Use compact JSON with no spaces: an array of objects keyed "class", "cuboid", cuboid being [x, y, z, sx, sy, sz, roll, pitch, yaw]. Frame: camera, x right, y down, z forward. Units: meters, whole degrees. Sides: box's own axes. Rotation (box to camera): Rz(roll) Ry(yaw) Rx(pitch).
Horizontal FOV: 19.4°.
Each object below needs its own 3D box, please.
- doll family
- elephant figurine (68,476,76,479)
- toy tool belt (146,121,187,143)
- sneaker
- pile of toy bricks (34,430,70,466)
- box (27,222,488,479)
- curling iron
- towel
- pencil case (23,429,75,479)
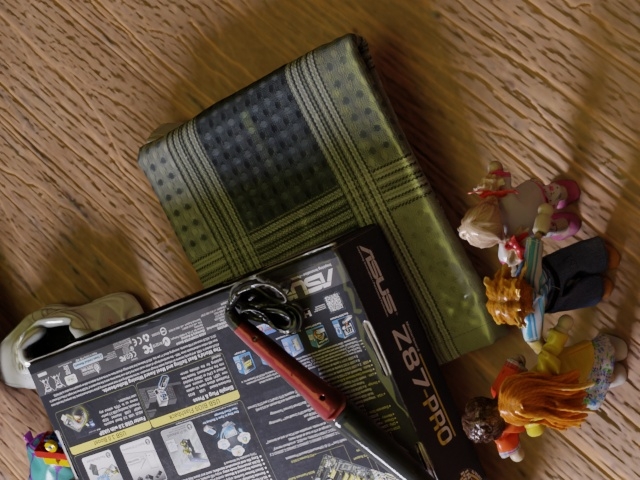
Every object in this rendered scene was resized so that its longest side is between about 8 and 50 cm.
[{"class":"doll family","cuboid":[0.189,0.065,1.563,0.118,0.163,0.263,6,103,41]},{"class":"elephant figurine","cuboid":[-0.220,0.407,2.007,0.186,0.169,0.239,15,106,-8]},{"class":"toy tool belt","cuboid":[-0.133,-0.092,1.898,0.083,0.052,0.051,1,126,41]},{"class":"sneaker","cuboid":[-0.298,0.112,2.035,0.232,0.115,0.090,-23,84,42]},{"class":"pile of toy bricks","cuboid":[-0.183,0.229,1.986,0.212,0.118,0.105,3,130,25]},{"class":"box","cuboid":[-0.059,0.194,1.773,0.395,0.097,0.318,-22,91,32]},{"class":"curling iron","cuboid":[0.016,0.135,1.640,0.274,0.035,0.068,48,120,8]},{"class":"towel","cuboid":[0.000,0.000,1.777,0.312,0.056,0.324,-26,90,39]},{"class":"pencil case","cuboid":[-0.310,0.292,2.120,0.070,0.064,0.151,17,112,11]}]
